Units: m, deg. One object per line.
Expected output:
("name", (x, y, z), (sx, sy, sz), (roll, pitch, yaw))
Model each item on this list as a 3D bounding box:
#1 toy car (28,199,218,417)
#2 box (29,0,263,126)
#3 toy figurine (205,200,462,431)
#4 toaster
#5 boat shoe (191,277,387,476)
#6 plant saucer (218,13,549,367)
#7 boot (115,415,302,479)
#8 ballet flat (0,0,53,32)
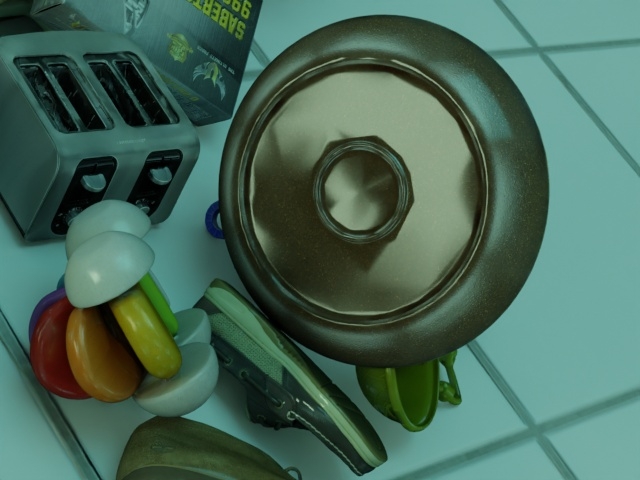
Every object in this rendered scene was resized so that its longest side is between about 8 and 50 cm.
("toy car", (-0.172, 0.068, 1.267), (0.159, 0.136, 0.182), (60, 2, -21))
("box", (-0.163, -0.248, 1.558), (0.231, 0.056, 0.183), (33, 59, -38))
("toy figurine", (0.000, 0.000, 1.492), (0.191, 0.217, 0.362), (1, 85, -72))
("toaster", (-0.223, -0.101, 1.425), (0.168, 0.110, 0.186), (-8, 55, -45))
("boat shoe", (-0.036, 0.130, 1.361), (0.223, 0.073, 0.080), (45, 3, 18))
("plant saucer", (0.041, -0.042, 1.355), (0.310, 0.310, 0.050), (48, 19, 14))
("boot", (-0.018, 0.220, 1.259), (0.305, 0.112, 0.115), (23, 28, -15))
("ballet flat", (-0.274, -0.239, 1.548), (0.342, 0.116, 0.124), (-24, 87, -49))
